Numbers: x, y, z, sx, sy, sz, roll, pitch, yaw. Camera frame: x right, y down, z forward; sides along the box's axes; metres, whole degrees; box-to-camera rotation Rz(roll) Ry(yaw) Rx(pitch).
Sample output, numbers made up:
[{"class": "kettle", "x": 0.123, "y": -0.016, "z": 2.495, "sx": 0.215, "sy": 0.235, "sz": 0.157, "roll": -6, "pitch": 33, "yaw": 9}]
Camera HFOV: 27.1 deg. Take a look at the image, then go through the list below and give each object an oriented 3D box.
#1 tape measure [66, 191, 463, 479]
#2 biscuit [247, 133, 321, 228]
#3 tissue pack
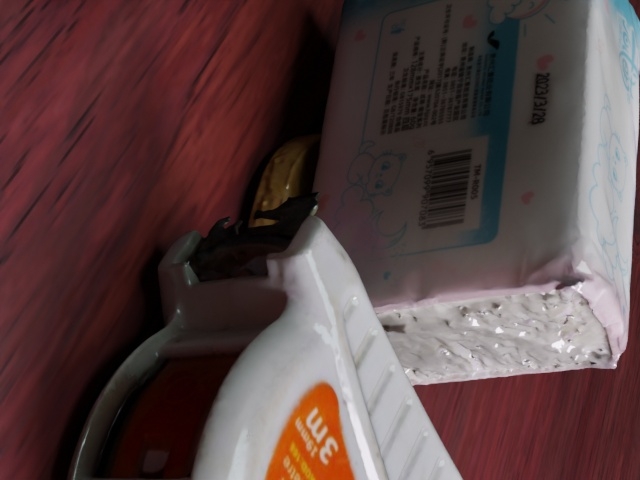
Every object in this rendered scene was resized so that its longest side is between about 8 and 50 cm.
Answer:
[{"class": "tape measure", "x": -0.027, "y": 0.152, "z": 0.721, "sx": 0.258, "sy": 0.130, "sz": 0.265, "roll": 63, "pitch": 40, "yaw": -30}, {"class": "biscuit", "x": 0.000, "y": 0.000, "z": 0.898, "sx": 0.221, "sy": 0.029, "sz": 0.142, "roll": -53, "pitch": 130, "yaw": -53}, {"class": "tissue pack", "x": 0.102, "y": -0.051, "z": 0.858, "sx": 0.124, "sy": 0.201, "sz": 0.271, "roll": 42, "pitch": 48, "yaw": -43}]
